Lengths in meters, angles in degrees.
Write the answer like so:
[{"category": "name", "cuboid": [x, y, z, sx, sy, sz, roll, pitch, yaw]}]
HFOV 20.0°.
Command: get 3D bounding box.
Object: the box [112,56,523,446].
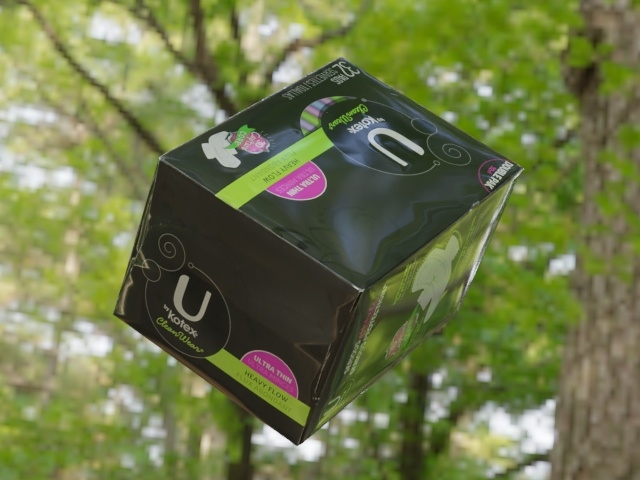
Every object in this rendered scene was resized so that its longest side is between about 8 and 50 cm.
[{"category": "box", "cuboid": [0.000, 0.000, 0.456, 0.062, 0.083, 0.052, 33, -54, 17]}]
